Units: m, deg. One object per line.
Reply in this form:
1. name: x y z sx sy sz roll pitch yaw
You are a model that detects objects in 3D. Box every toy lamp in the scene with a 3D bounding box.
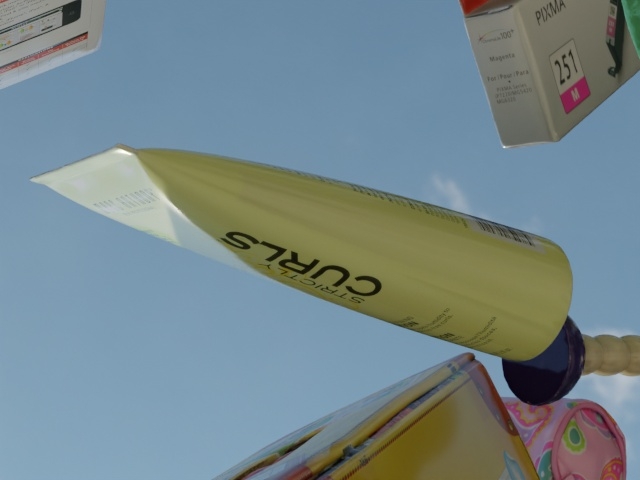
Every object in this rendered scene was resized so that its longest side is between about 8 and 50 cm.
1. toy lamp: 0.257 0.082 1.084 0.274 0.080 0.080 6 -76 -35

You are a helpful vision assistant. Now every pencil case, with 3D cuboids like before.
1. pencil case: 0.150 0.210 1.435 0.124 0.284 0.124 6 -98 -45

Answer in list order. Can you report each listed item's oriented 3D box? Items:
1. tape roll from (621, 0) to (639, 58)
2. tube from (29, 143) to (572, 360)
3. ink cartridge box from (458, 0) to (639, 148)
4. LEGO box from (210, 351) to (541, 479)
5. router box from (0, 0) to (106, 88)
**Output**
1. tape roll: 0.324 -0.157 0.882 0.077 0.321 0.321 -27 -66 -33
2. tube: 0.000 0.000 0.650 0.240 0.062 0.070 17 -56 -30
3. ink cartridge box: 0.213 -0.242 1.362 0.275 0.060 0.239 -38 -66 -48
4. LEGO box: 0.046 0.294 0.862 0.193 0.500 0.372 -27 -95 15
5. router box: -0.319 -0.165 1.085 0.335 0.301 0.082 -24 -97 -16
